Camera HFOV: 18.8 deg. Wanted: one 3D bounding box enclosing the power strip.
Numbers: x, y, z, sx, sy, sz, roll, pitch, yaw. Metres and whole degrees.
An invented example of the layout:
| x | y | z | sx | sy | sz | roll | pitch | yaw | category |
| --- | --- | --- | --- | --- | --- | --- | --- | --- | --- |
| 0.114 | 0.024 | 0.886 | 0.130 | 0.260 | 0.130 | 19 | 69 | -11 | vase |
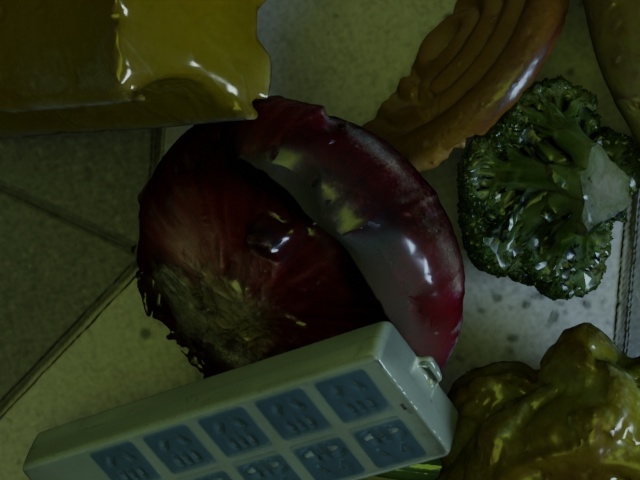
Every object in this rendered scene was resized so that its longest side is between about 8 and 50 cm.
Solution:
| x | y | z | sx | sy | sz | roll | pitch | yaw | category |
| --- | --- | --- | --- | --- | --- | --- | --- | --- | --- |
| -0.070 | 0.151 | 1.423 | 0.367 | 0.043 | 0.106 | -20 | 121 | 31 | power strip |

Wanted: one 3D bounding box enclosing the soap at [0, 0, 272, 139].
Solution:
| x | y | z | sx | sy | sz | roll | pitch | yaw | category |
| --- | --- | --- | --- | --- | --- | --- | --- | --- | --- |
| -0.192 | -0.225 | 1.400 | 0.335 | 0.156 | 0.293 | 1 | 88 | 44 | soap |

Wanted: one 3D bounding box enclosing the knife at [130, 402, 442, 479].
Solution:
| x | y | z | sx | sy | sz | roll | pitch | yaw | category |
| --- | --- | --- | --- | --- | --- | --- | --- | --- | --- |
| -0.011 | 0.157 | 1.514 | 0.293 | 0.020 | 0.043 | 6 | 92 | 7 | knife |

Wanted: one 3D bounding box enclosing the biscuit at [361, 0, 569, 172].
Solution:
| x | y | z | sx | sy | sz | roll | pitch | yaw | category |
| --- | --- | --- | --- | --- | --- | --- | --- | --- | --- |
| 0.112 | -0.132 | 1.454 | 0.033 | 0.144 | 0.224 | 36 | 98 | -26 | biscuit |

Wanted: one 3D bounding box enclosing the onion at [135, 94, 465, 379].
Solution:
| x | y | z | sx | sy | sz | roll | pitch | yaw | category |
| --- | --- | --- | --- | --- | --- | --- | --- | --- | --- |
| 0.000 | 0.000 | 1.432 | 0.272 | 0.195 | 0.272 | 19 | 130 | 25 | onion |

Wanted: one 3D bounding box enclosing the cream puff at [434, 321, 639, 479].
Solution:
| x | y | z | sx | sy | sz | roll | pitch | yaw | category |
| --- | --- | --- | --- | --- | --- | --- | --- | --- | --- |
| 0.199 | 0.177 | 1.400 | 0.244 | 0.244 | 0.196 | -14 | 51 | 6 | cream puff |

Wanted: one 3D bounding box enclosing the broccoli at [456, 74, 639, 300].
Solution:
| x | y | z | sx | sy | sz | roll | pitch | yaw | category |
| --- | --- | --- | --- | --- | --- | --- | --- | --- | --- |
| 0.171 | -0.040 | 1.445 | 0.146 | 0.138 | 0.162 | 17 | 80 | -28 | broccoli |

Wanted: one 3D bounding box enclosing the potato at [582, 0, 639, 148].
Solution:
| x | y | z | sx | sy | sz | roll | pitch | yaw | category |
| --- | --- | --- | --- | --- | --- | --- | --- | --- | --- |
| 0.288 | -0.167 | 1.422 | 0.192 | 0.141 | 0.296 | -10 | 92 | -16 | potato |
